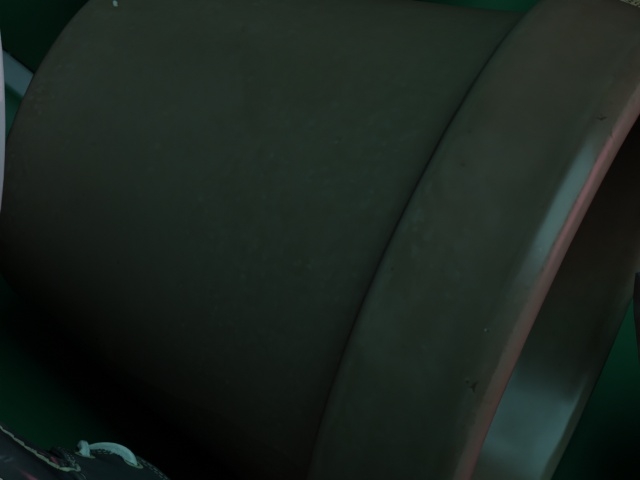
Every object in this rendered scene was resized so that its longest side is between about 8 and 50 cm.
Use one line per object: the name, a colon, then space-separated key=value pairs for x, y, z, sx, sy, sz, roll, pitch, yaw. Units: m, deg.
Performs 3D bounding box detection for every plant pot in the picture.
plant pot: x=0.000 y=0.000 z=0.757 sx=0.229 sy=0.263 sz=0.263 roll=22 pitch=47 yaw=16

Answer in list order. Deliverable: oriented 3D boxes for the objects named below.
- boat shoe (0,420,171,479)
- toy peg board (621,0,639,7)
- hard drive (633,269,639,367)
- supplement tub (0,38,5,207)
boat shoe: x=-0.091 y=0.113 z=0.693 sx=0.233 sy=0.084 sz=0.079 roll=40 pitch=44 yaw=-19
toy peg board: x=0.249 y=-0.088 z=1.032 sx=0.161 sy=0.079 sz=0.161 roll=-26 pitch=55 yaw=-37
hard drive: x=0.308 y=0.110 z=0.859 sx=0.353 sy=0.047 sz=0.233 roll=-6 pitch=88 yaw=-28
supplement tub: x=-0.294 y=-0.050 z=0.636 sx=0.325 sy=0.235 sz=0.235 roll=-7 pitch=60 yaw=-28
